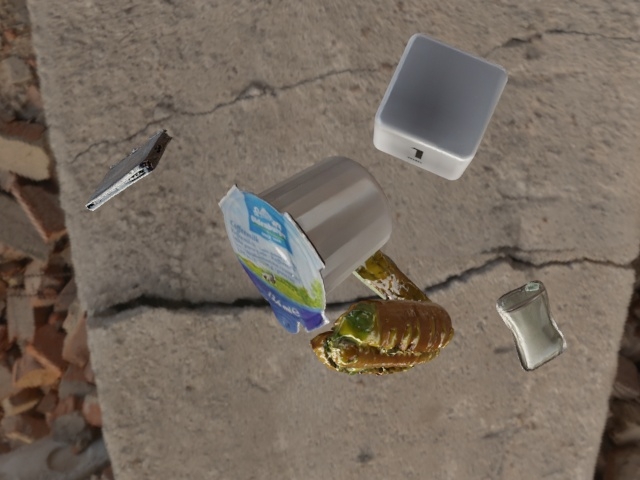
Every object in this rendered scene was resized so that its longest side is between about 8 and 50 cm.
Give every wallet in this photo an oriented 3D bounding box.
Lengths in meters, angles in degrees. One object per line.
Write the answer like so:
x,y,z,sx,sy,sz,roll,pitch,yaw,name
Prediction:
-0.450,-0.167,1.787,0.222,0.167,0.036,-30,118,28,wallet

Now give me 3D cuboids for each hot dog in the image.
0.084,0.126,0.964,0.115,0.269,0.072,-40,65,27,hot dog

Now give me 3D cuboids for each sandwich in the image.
0.143,0.074,1.966,0.099,0.271,0.301,-49,125,-2,sandwich

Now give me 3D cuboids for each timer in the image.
0.222,-0.248,1.444,0.194,0.195,0.193,24,86,6,timer

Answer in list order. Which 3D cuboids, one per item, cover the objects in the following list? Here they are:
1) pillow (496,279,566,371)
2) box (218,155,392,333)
0.513,0.207,1.835,0.130,0.038,0.233,-28,111,-3,pillow
0.000,0.000,1.274,0.206,0.262,0.291,-35,132,-27,box
